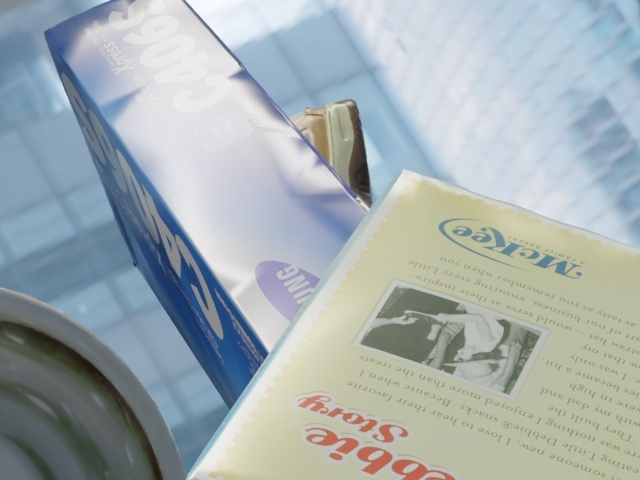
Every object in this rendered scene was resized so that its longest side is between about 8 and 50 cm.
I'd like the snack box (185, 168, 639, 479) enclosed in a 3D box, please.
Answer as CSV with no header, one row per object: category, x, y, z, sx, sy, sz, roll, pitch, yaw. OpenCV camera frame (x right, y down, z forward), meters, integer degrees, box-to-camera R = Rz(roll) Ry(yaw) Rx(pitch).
snack box,0.136,0.094,0.623,0.187,0.322,0.060,-54,-21,-49

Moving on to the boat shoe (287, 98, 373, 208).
boat shoe,0.000,0.000,1.192,0.072,0.190,0.068,-9,-38,3

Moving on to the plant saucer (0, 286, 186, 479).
plant saucer,-0.299,0.232,1.483,0.400,0.400,0.100,-27,0,-21

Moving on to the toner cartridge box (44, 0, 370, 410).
toner cartridge box,-0.023,0.023,0.911,0.075,0.348,0.165,-27,-52,-10
